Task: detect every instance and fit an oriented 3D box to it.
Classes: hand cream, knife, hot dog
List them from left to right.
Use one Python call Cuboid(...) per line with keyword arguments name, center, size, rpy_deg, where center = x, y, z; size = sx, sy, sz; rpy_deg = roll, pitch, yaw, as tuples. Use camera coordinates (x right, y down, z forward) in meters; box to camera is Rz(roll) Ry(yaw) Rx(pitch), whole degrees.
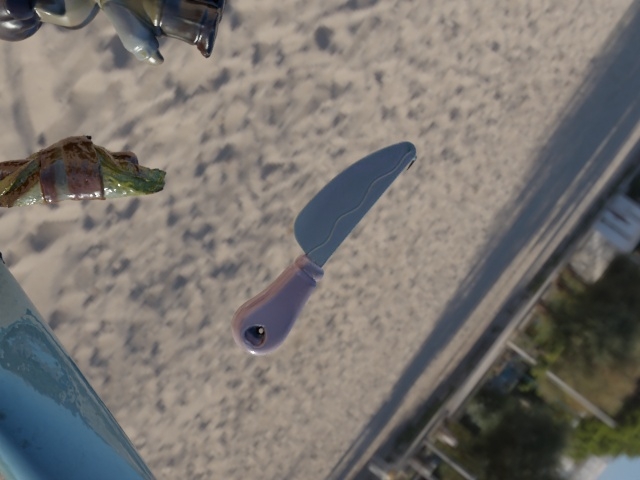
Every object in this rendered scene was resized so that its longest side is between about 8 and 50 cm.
Cuboid(name="hot dog", center=(-0.352, -0.102, 1.430), size=(0.123, 0.261, 0.093), rpy_deg=(-155, -120, -75))
Cuboid(name="hand cream", center=(-0.123, 0.153, 0.564), size=(0.070, 0.312, 0.111), rpy_deg=(-27, -164, 15))
Cuboid(name="knife", center=(-0.003, -0.001, 1.272), size=(0.336, 0.081, 0.043), rpy_deg=(-54, -169, -1))

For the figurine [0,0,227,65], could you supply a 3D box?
Cuboid(name="figurine", center=(-0.318, -0.347, 1.383), size=(0.206, 0.364, 0.218), rpy_deg=(148, -41, -66))
